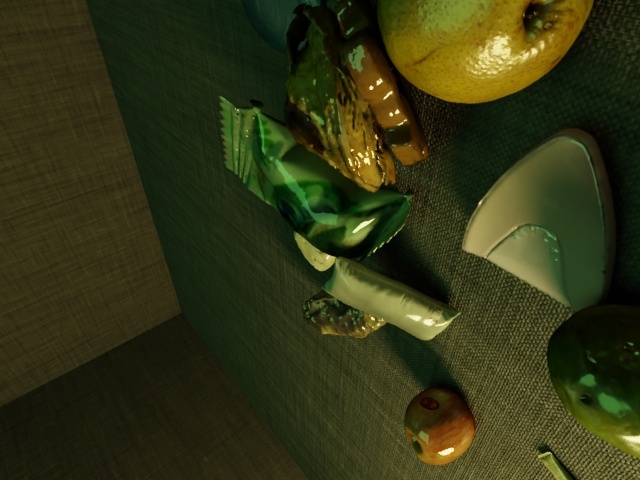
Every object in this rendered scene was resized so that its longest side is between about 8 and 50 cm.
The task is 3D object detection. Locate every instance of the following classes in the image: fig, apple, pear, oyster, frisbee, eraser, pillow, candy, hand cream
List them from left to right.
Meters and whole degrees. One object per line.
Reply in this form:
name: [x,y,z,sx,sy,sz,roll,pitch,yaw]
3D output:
frisbee: [-0.096,-0.493,0.791,0.290,0.049,0.289,38,143,36]
candy: [-0.037,-0.107,0.841,0.398,0.172,0.262,31,147,4]
oyster: [0.053,0.166,1.039,0.342,0.110,0.166,-6,115,45]
pillow: [0.124,0.117,0.836,0.254,0.078,0.144,25,155,-2]
apple: [0.245,0.390,0.905,0.146,0.131,0.146,45,152,33]
pear: [0.165,-0.243,0.435,0.209,0.209,0.208,38,142,37]
eraser: [0.294,-0.031,0.551,0.204,0.059,0.243,38,146,36]
hand cream: [0.429,0.418,0.754,0.102,0.022,0.035,53,150,27]
fig: [0.368,0.184,0.509,0.167,0.167,0.233,10,125,54]

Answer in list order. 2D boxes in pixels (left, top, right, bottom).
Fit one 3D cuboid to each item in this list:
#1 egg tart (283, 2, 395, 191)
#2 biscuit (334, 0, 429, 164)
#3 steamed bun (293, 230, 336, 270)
egg tart: [0.020,-0.203,0.645,0.132,0.297,0.296,-17,103,20]
biscuit: [0.081,-0.246,0.588,0.043,0.278,0.301,-22,73,21]
steamed bun: [0.000,0.000,1.006,0.130,0.091,0.112,50,157,20]
